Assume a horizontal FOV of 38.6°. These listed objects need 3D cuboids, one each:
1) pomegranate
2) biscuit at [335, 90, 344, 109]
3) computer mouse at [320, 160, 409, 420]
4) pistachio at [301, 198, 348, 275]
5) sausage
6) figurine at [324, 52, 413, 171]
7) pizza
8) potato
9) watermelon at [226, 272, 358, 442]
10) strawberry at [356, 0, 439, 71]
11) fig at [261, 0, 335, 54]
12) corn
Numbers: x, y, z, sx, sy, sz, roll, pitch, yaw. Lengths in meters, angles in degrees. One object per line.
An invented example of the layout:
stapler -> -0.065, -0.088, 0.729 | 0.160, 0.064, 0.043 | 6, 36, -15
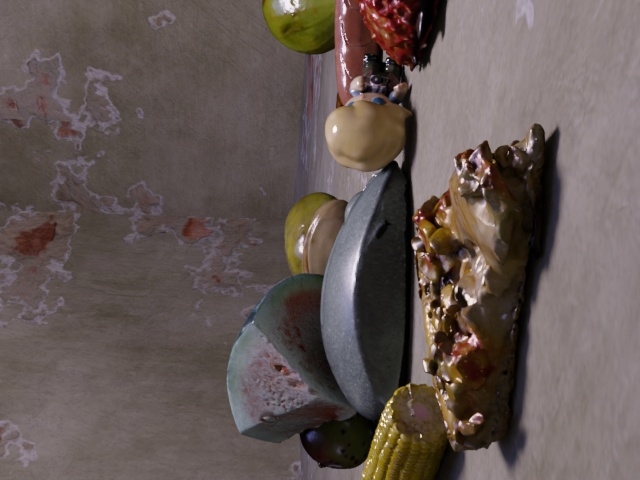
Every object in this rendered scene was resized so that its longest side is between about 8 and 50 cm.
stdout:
pomegranate -> 0.027, 0.302, 1.521 | 0.129, 0.130, 0.159 | 101, 170, -60
biscuit -> 0.058, -0.327, 1.723 | 0.212, 0.036, 0.212 | 9, -90, -87
computer mouse -> 0.060, 0.067, 1.303 | 0.203, 0.114, 0.373 | 117, 155, -80
pistachio -> 0.029, 0.031, 1.551 | 0.135, 0.136, 0.225 | -97, 10, -60
sausage -> 0.066, -0.424, 1.563 | 0.088, 0.088, 0.432 | -125, 38, -82
figurine -> 0.076, -0.189, 1.298 | 0.108, 0.114, 0.195 | 96, -170, -59
pizza -> 0.129, 0.051, 0.787 | 0.287, 0.074, 0.251 | 102, 166, -72
potato -> -0.001, 0.002, 1.804 | 0.228, 0.149, 0.197 | 127, 158, -79
watermelon -> -0.017, 0.176, 1.401 | 0.214, 0.320, 0.289 | 37, 169, 33
strawberry -> 0.079, -0.343, 1.130 | 0.233, 0.138, 0.306 | -97, 12, -53
fig -> -0.014, -0.473, 1.810 | 0.230, 0.207, 0.207 | -113, 25, -79
corn -> 0.094, 0.249, 1.034 | 0.248, 0.081, 0.081 | 99, 171, -52
